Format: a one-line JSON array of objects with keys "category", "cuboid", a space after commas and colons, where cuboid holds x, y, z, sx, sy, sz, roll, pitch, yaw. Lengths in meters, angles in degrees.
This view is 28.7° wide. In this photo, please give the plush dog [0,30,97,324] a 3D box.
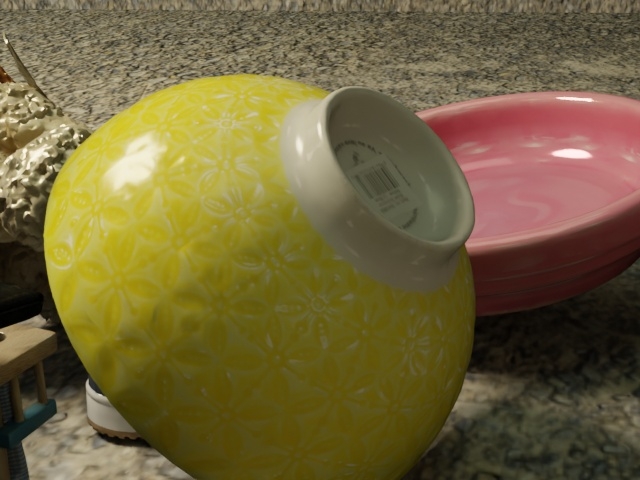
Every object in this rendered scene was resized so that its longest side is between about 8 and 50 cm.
[{"category": "plush dog", "cuboid": [-0.285, -0.014, 0.945, 0.225, 0.210, 0.262, -39, -10, -20]}]

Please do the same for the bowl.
[{"category": "bowl", "cuboid": [0.000, 0.000, 0.749, 0.156, 0.289, 0.289, -42, -7, 35]}]

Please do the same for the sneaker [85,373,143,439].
[{"category": "sneaker", "cuboid": [-0.066, 0.025, 0.929, 0.099, 0.153, 0.282, 11, 22, 31]}]

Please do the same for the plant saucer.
[{"category": "plant saucer", "cuboid": [0.143, -0.031, 1.038, 0.332, 0.084, 0.332, -11, 23, 4]}]

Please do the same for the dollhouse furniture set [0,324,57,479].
[{"category": "dollhouse furniture set", "cuboid": [-0.140, 0.131, 0.652, 0.183, 0.129, 0.129, 5, 19, 21]}]

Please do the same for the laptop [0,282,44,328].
[{"category": "laptop", "cuboid": [-0.398, 0.145, 0.550, 0.381, 0.236, 0.408, 8, 12, 23]}]
